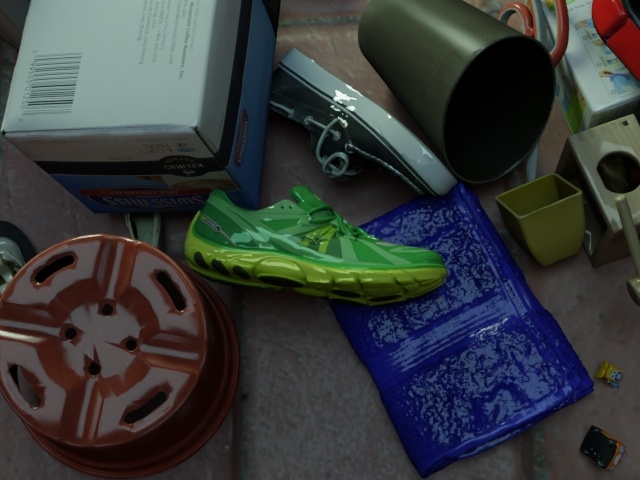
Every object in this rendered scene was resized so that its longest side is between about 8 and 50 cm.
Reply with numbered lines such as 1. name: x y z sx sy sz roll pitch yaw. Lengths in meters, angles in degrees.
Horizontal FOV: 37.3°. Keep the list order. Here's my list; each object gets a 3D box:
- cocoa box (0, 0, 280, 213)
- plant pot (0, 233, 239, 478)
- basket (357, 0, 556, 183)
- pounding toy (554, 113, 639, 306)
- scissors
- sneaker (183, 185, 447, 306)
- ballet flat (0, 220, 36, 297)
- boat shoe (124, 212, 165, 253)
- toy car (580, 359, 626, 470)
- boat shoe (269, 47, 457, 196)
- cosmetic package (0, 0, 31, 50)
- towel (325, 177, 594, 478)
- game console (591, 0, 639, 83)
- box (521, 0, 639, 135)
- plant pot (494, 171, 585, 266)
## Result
1. cocoa box: -0.191 -0.229 1.129 0.232 0.228 0.347 0 69 13
2. plant pot: -0.219 0.119 1.004 0.273 0.265 0.272 1 78 -6
3. basket: 0.153 -0.213 1.149 0.154 0.204 0.227 -25 49 -13
4. pounding toy: 0.358 -0.031 1.074 0.094 0.181 0.206 -19 70 -2
5. scissors: 0.265 -0.163 1.145 0.021 0.109 0.297 -1 82 -38
6. sneaker: 0.000 0.000 1.053 0.296 0.109 0.123 10 72 -2
7. ballet flat: -0.383 0.053 1.178 0.074 0.074 0.203 -24 69 -3
8. boat shoe: -0.226 -0.031 1.207 0.049 0.043 0.137 -14 68 3
9. toy car: 0.333 0.199 1.063 0.041 0.060 0.122 23 79 -20
10. boat shoe: 0.033 -0.125 1.163 0.306 0.113 0.105 41 94 28
11. cosmetic package: -0.396 -0.519 1.243 0.327 0.329 0.393 34 78 19
12. towel: 0.146 0.091 1.108 0.228 0.076 0.308 -27 70 -5
13. game console: 0.539 -0.222 1.128 0.387 0.060 0.342 -26 75 -26
14. box: 0.339 -0.233 1.184 0.103 0.114 0.203 -19 69 0
15. plant pot: 0.268 -0.020 1.128 0.082 0.081 0.083 -23 113 -2
